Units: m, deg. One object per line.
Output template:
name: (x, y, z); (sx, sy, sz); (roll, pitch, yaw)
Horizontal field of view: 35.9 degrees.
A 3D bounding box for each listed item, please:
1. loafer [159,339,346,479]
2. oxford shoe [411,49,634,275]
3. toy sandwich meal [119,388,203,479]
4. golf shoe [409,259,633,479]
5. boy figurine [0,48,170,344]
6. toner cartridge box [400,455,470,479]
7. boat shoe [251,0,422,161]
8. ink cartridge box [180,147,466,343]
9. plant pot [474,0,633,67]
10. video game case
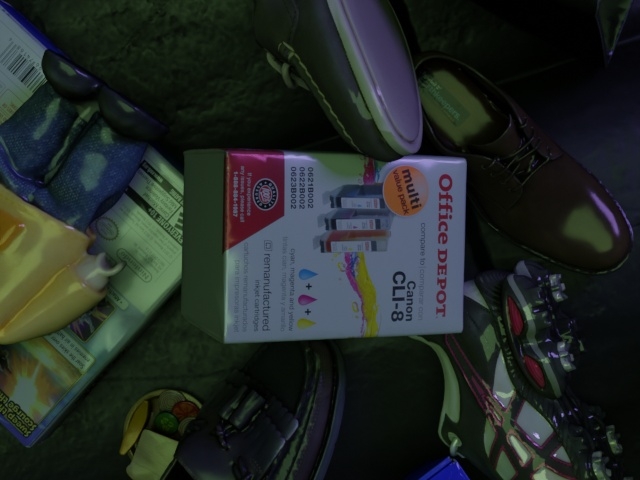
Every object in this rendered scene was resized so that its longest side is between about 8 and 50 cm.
loafer: (-0.083, 0.199, 0.749); (0.109, 0.095, 0.302); (32, 96, 47)
oxford shoe: (0.142, -0.053, 0.734); (0.227, 0.096, 0.082); (40, 94, 1)
toy sandwich meal: (-0.127, 0.164, 0.806); (0.086, 0.029, 0.085); (0, 93, 6)
golf shoe: (0.161, 0.155, 0.753); (0.120, 0.105, 0.272); (-20, 86, 25)
boy figurine: (-0.237, 0.000, 0.720); (0.177, 0.092, 0.285); (37, 92, 1)
toner cartridge box: (0.124, 0.348, 0.717); (0.165, 0.075, 0.347); (-32, 83, -14)
boat shoe: (-0.017, -0.183, 0.706); (0.096, 0.112, 0.335); (-29, 62, 23)
ink cartridge box: (0.000, 0.000, 0.706); (0.176, 0.127, 0.128); (-1, 94, -21)
plant pot: (0.150, -0.248, 0.687); (0.167, 0.188, 0.187); (21, 95, 16)
video game case: (-0.242, -0.016, 0.794); (0.269, 0.061, 0.244); (43, 95, 3)
